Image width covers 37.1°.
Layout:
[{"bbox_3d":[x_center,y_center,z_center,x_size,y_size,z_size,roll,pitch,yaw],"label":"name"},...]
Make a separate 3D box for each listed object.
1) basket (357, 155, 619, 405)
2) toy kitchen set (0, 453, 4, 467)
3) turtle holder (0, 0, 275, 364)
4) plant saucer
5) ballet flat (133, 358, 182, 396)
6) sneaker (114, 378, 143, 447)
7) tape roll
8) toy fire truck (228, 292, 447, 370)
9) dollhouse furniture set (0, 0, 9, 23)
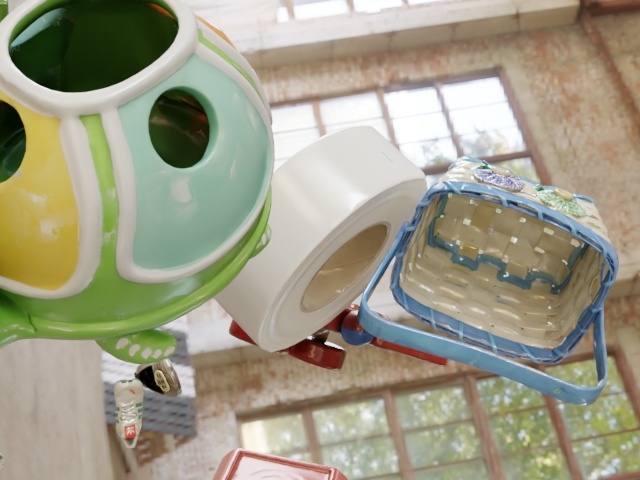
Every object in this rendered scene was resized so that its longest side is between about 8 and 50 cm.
[{"bbox_3d":[0.189,0.041,1.044,0.289,0.254,0.201,-66,174,-49],"label":"basket"},{"bbox_3d":[-0.518,0.233,1.185,0.207,0.122,0.166,38,-31,9],"label":"toy kitchen set"},{"bbox_3d":[-0.184,-0.056,0.694,0.243,0.320,0.227,60,-22,30],"label":"turtle holder"},{"bbox_3d":[-0.084,0.470,1.745,0.259,0.258,0.048,-63,161,-68],"label":"plant saucer"},{"bbox_3d":[-0.334,0.279,1.927,0.250,0.058,0.084,-8,-81,67],"label":"ballet flat"},{"bbox_3d":[-0.360,0.330,1.807,0.161,0.057,0.075,103,-25,-43],"label":"sneaker"},{"bbox_3d":[0.000,0.000,1.154,0.100,0.286,0.286,45,-19,19],"label":"tape roll"},{"bbox_3d":[0.023,0.110,1.418,0.253,0.302,0.170,15,-97,44],"label":"toy fire truck"},{"bbox_3d":[-0.542,-0.342,1.415,0.076,0.151,0.059,-109,-155,-46],"label":"dollhouse furniture set"}]
